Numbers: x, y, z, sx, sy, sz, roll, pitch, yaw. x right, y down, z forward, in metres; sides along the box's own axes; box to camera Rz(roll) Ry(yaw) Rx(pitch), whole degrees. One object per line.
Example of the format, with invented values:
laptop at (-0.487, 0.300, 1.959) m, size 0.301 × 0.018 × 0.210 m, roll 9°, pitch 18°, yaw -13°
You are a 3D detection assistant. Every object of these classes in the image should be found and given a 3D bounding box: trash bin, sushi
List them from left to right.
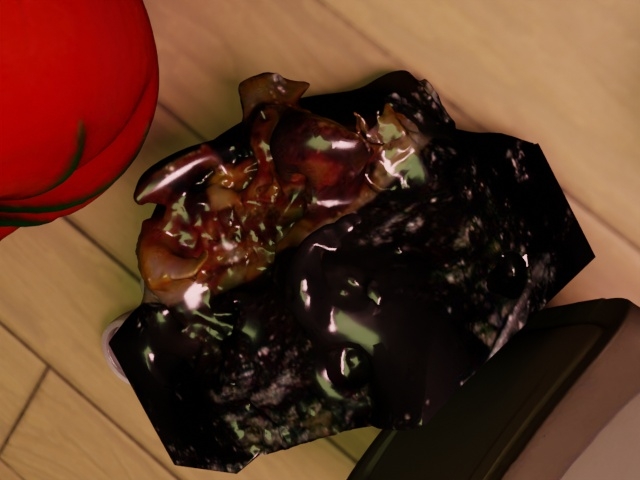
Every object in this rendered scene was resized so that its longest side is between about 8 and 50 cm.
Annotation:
sushi at (0.000, 0.000, 0.500) m, size 0.227 × 0.215 × 0.212 m, roll -24°, pitch 92°, yaw 46°
trash bin at (0.170, 0.182, 0.459) m, size 0.250 × 0.220 × 0.219 m, roll 39°, pitch 76°, yaw -3°

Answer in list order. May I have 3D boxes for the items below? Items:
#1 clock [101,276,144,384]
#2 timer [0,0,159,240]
clock at (-0.133, 0.076, 0.647) m, size 0.087 × 0.041 × 0.129 m, roll 37°, pitch 121°, yaw 10°
timer at (-0.295, -0.104, 0.462) m, size 0.378 × 0.378 × 0.279 m, roll -27°, pitch 95°, yaw 26°
